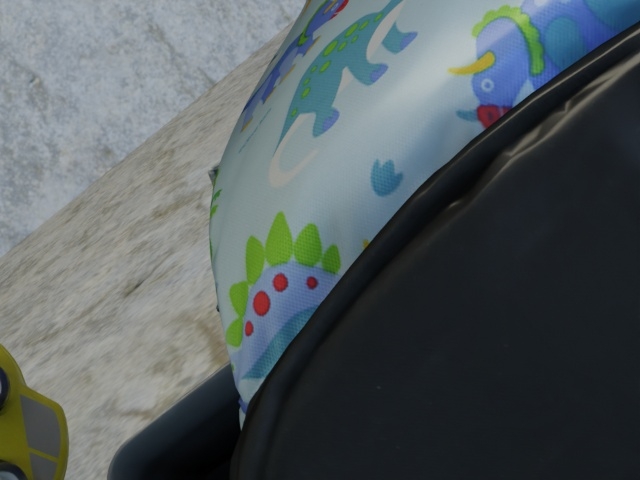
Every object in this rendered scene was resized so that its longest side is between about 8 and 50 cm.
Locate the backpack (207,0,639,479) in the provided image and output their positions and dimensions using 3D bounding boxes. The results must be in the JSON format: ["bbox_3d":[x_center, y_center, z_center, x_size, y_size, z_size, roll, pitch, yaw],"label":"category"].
[{"bbox_3d":[0.108,-0.034,0.487,0.290,0.273,0.355,-40,-1,25],"label":"backpack"}]

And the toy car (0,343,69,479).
[{"bbox_3d":[-0.102,0.168,0.593,0.053,0.239,0.225,-3,17,-39],"label":"toy car"}]

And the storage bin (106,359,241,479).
[{"bbox_3d":[-0.003,0.096,0.636,0.135,0.098,0.091,-38,-15,5],"label":"storage bin"}]
